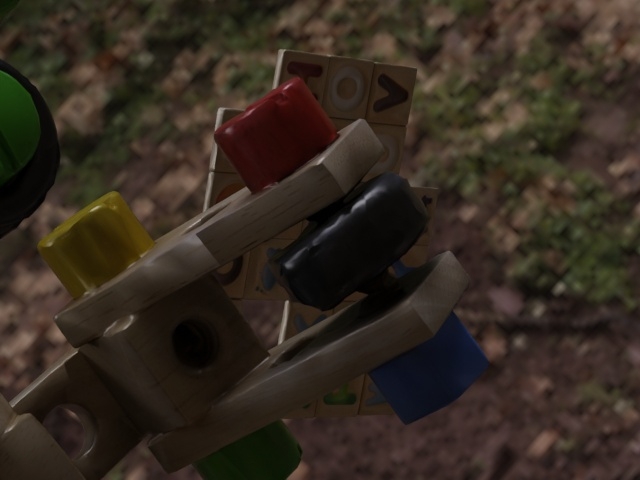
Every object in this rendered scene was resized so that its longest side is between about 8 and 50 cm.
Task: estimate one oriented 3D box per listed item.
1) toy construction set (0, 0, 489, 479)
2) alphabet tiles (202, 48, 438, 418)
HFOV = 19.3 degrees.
[{"bbox_3d":[-0.064,0.095,0.641,0.237,0.309,0.257,-32,34,55],"label":"toy construction set"},{"bbox_3d":[0.000,0.000,1.207,0.198,0.009,0.237,3,-80,-43],"label":"alphabet tiles"}]
